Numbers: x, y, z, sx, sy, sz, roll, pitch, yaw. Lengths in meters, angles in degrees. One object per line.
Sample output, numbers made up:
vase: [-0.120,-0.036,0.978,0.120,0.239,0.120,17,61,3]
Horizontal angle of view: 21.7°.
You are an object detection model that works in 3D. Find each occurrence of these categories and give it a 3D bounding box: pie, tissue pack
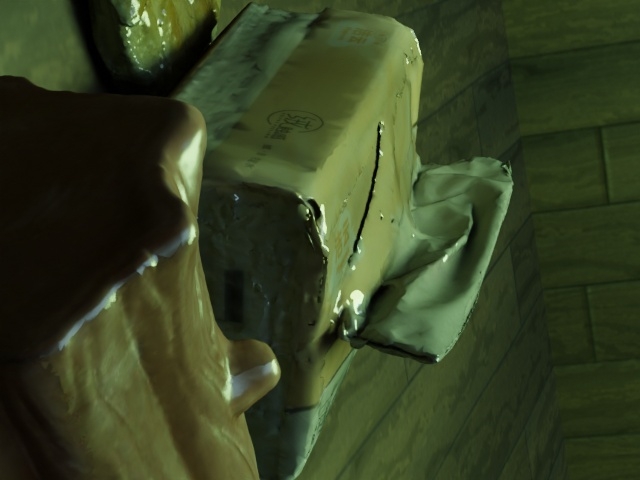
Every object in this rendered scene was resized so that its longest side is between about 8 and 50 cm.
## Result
pie: [-0.113,-0.185,1.129,0.195,0.046,0.195,-5,90,-74]
tissue pack: [0.000,0.000,1.078,0.305,0.238,0.238,-61,141,-61]

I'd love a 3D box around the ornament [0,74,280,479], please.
ornament: [-0.140,0.068,0.729,0.235,0.221,0.218,-36,134,-23]
